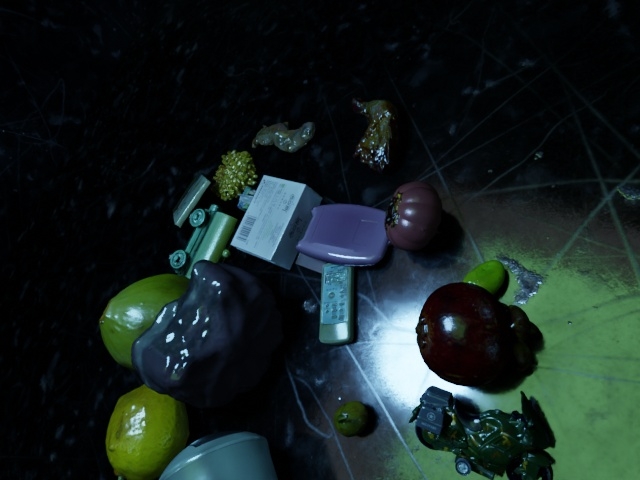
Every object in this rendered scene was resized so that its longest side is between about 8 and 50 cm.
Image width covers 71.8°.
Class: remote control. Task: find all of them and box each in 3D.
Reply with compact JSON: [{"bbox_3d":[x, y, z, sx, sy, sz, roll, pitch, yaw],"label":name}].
[{"bbox_3d":[0.046,0.168,1.217,0.098,0.038,0.233,-11,62,29],"label":"remote control"}]

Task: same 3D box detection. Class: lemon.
[{"bbox_3d":[-0.502,0.555,1.292,0.234,0.233,0.288,-25,55,23],"label":"lemon"}]

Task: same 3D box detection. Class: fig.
[{"bbox_3d":[0.064,0.423,1.049,0.084,0.098,0.081,-18,61,40],"label":"fig"},{"bbox_3d":[-0.488,0.256,1.348,0.344,0.343,0.343,-15,62,29],"label":"fig"}]

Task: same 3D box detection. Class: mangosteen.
[{"bbox_3d":[0.331,0.197,0.921,0.258,0.215,0.214,4,67,-1],"label":"mangosteen"}]

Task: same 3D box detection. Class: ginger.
[{"bbox_3d":[-0.127,-0.369,1.568,0.290,0.084,0.122,11,54,41],"label":"ginger"}]

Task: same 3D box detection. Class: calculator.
[{"bbox_3d":[0.072,-0.022,1.260,0.294,0.043,0.194,8,62,30],"label":"calculator"}]

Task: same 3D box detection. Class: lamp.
[{"bbox_3d":[0.241,-0.059,1.118,0.182,0.140,0.181,-169,90,-80],"label":"lamp"}]

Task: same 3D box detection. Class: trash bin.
[{"bbox_3d":[-0.200,0.663,1.009,0.280,0.280,0.431,-39,56,13],"label":"trash bin"}]

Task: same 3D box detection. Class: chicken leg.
[{"bbox_3d":[0.166,-0.337,1.347,0.178,0.083,0.322,-22,60,42],"label":"chicken leg"}]

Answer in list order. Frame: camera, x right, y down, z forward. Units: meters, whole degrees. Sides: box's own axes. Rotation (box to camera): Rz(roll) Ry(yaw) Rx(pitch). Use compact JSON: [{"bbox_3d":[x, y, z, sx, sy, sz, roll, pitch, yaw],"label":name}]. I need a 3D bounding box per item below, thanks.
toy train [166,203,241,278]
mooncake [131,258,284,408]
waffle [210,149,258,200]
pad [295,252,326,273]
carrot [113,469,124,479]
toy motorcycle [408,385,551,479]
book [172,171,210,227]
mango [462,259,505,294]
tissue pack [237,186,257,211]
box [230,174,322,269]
[{"bbox_3d":[-0.401,0.020,1.532,0.190,0.126,0.307,16,78,39],"label":"toy train"},{"bbox_3d":[-0.273,0.258,1.190,0.212,0.351,0.380,16,80,39],"label":"mooncake"},{"bbox_3d":[-0.328,-0.244,1.641,0.197,0.070,0.192,-21,59,25],"label":"waffle"},{"bbox_3d":[0.000,0.000,1.347,0.113,0.006,0.187,17,81,37],"label":"pad"},{"bbox_3d":[-0.636,0.659,1.454,0.061,0.061,0.256,-32,46,19],"label":"carrot"},{"bbox_3d":[0.319,0.368,0.875,0.275,0.125,0.186,15,97,24],"label":"toy motorcycle"},{"bbox_3d":[-0.491,-0.161,1.669,0.201,0.026,0.289,-55,24,-1],"label":"book"},{"bbox_3d":[0.377,0.090,1.014,0.108,0.056,0.073,-50,56,1],"label":"mango"},{"bbox_3d":[-0.226,-0.136,1.515,0.111,0.079,0.085,17,80,38],"label":"tissue pack"},{"bbox_3d":[-0.140,-0.061,1.403,0.195,0.111,0.260,19,79,38],"label":"box"}]
